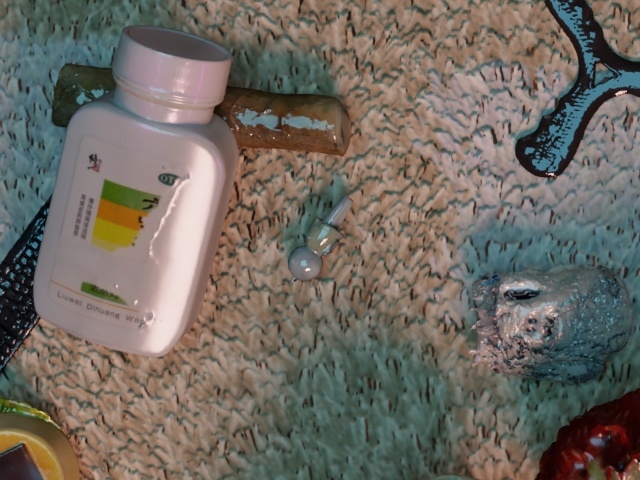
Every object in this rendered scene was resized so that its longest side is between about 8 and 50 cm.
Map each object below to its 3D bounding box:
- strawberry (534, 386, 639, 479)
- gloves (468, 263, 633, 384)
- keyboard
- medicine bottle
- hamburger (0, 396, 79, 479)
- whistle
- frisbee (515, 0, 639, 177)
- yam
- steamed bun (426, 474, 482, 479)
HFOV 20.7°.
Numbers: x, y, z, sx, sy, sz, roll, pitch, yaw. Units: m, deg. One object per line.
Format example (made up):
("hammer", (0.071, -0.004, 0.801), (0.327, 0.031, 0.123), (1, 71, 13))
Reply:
("strawberry", (0.338, 0.227, 1.551), (0.274, 0.220, 0.274), (18, 127, 25))
("gloves", (0.216, 0.080, 1.640), (0.153, 0.070, 0.114), (-2, 87, 8))
("keyboard", (-0.301, 0.049, 1.756), (0.072, 0.023, 0.231), (38, 94, 12))
("medicine bottle", (-0.167, -0.048, 1.652), (0.161, 0.111, 0.296), (19, 108, 7))
("hamburger", (-0.303, 0.224, 1.720), (0.126, 0.081, 0.141), (-43, 94, 8))
("whistle", (0.000, 0.000, 1.699), (0.035, 0.035, 0.100), (35, 92, 9))
("frisbee", (0.259, -0.171, 1.673), (0.211, 0.012, 0.187), (-28, 83, 9))
("yam", (-0.117, -0.125, 1.711), (0.300, 0.066, 0.066), (8, 89, 10))
("steamed bun", (0.072, 0.377, 1.546), (0.206, 0.275, 0.320), (2, 73, -32))
